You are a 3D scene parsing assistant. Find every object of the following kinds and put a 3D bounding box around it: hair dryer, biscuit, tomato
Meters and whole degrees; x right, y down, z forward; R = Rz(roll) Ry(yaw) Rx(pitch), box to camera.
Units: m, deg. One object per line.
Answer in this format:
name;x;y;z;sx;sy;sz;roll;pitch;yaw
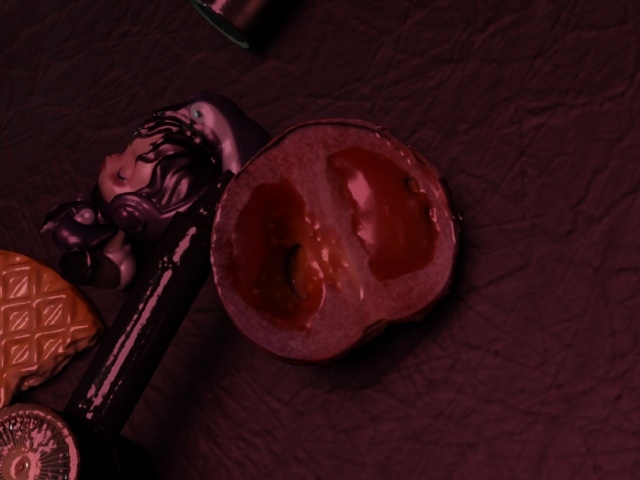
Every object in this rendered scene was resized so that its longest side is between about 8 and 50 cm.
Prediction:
hair dryer;-0.099;-0.329;1.331;0.248;0.078;0.195;35;84;30
biscuit;-0.376;0.118;1.286;0.309;0.040;0.204;-41;65;2
tomato;0.000;0.000;1.148;0.228;0.112;0.199;-21;91;-19
hair dryer;-0.154;0.100;1.144;0.107;0.189;0.352;27;81;20

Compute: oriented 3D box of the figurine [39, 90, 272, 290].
figurine;-0.141;-0.037;1.219;0.222;0.145;0.145;-37;65;14
